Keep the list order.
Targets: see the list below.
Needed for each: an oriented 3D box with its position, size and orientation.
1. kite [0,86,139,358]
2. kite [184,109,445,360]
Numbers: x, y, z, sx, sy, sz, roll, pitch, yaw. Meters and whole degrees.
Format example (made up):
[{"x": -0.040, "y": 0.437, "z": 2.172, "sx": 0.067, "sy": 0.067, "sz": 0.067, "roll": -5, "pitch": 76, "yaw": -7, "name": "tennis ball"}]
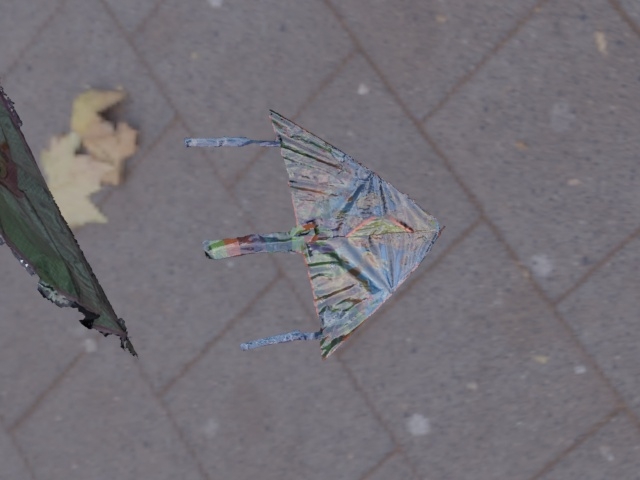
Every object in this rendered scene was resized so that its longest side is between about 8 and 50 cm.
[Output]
[{"x": -0.160, "y": -0.089, "z": 0.429, "sx": 0.013, "sy": 0.268, "sz": 0.323, "roll": -40, "pitch": 107, "yaw": 14, "name": "kite"}, {"x": 0.000, "y": 0.000, "z": 0.917, "sx": 0.160, "sy": 0.010, "sz": 0.183, "roll": -5, "pitch": 118, "yaw": 16, "name": "kite"}]
